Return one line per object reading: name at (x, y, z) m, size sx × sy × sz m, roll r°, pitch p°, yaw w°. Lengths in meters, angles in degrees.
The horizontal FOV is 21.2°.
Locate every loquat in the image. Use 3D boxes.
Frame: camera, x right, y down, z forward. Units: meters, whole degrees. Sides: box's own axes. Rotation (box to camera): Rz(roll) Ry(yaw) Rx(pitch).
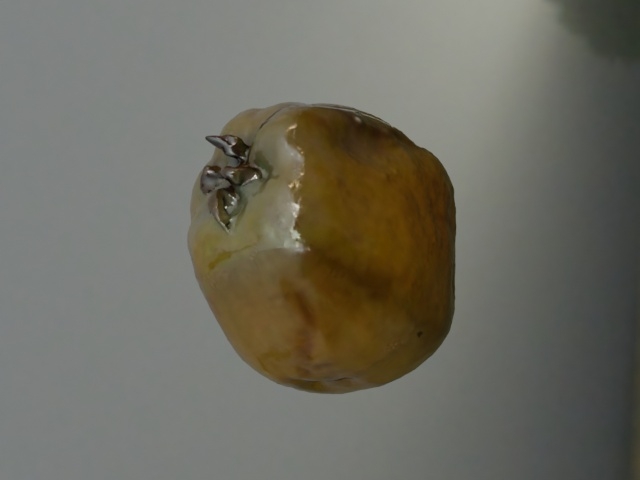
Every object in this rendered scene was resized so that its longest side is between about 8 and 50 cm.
loquat at (0.000, 0.000, 0.735) m, size 0.137 × 0.113 × 0.137 m, roll 25°, pitch -121°, yaw -52°
